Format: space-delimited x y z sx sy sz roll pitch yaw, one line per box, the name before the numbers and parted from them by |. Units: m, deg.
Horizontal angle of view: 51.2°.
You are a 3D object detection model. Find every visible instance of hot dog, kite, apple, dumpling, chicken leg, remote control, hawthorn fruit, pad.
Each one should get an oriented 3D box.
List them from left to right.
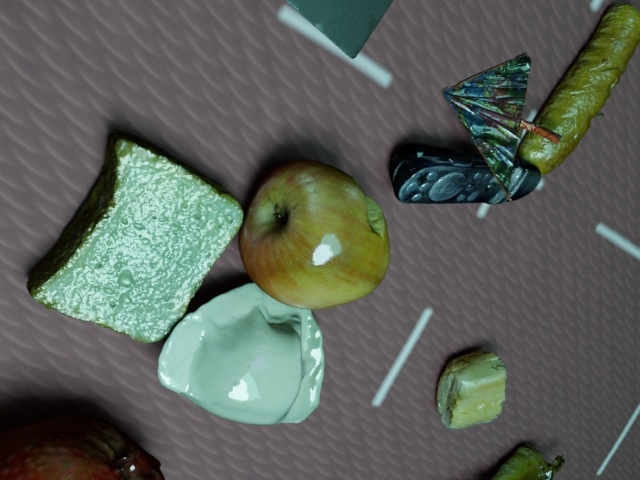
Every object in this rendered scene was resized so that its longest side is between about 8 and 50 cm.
hawthorn fruit | -0.327 0.345 0.751 0.307 0.265 0.265 -27 122 7
dumpling | -0.091 0.144 0.868 0.252 0.131 0.179 21 84 -34
apple | 0.000 0.000 0.831 0.199 0.199 0.199 -11 115 -24
pad | 0.052 -0.348 0.811 0.143 0.003 0.211 33 92 -34
remote control | 0.211 -0.097 0.968 0.266 0.066 0.090 -1 147 -32
chicken leg | 0.279 0.512 1.218 0.429 0.153 0.201 -30 134 -23
kite | 0.256 -0.170 0.945 0.189 0.009 0.232 18 75 -8
hot dog | 0.399 -0.228 1.016 0.088 0.061 0.286 25 96 -22

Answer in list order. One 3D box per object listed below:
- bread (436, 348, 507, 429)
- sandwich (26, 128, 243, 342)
bread | 0.250 0.246 1.119 0.106 0.082 0.125 -4 122 -16
sandwich | -0.211 0.003 0.777 0.186 0.065 0.215 32 94 -34
